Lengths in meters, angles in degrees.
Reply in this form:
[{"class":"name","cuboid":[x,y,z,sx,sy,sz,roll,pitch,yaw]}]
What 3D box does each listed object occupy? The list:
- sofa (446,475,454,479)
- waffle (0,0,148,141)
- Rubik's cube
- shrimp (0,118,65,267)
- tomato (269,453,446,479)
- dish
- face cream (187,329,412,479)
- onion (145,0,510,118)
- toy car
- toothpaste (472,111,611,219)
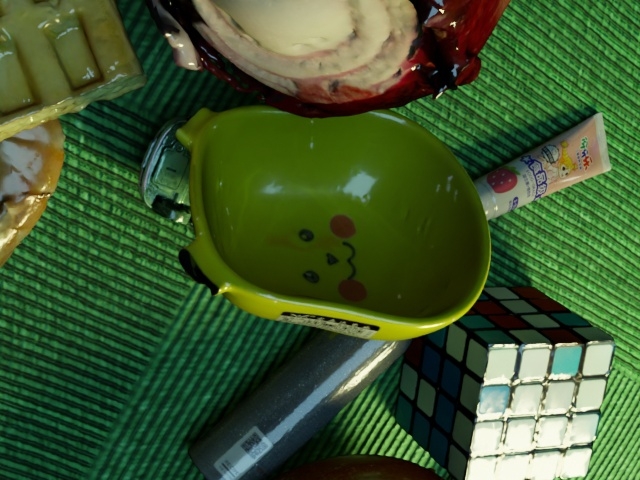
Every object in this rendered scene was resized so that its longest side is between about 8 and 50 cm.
[{"class":"sofa","cuboid":[0.153,0.310,1.224,0.060,0.039,0.118,29,94,-30]},{"class":"waffle","cuboid":[-0.283,-0.150,0.832,0.274,0.057,0.168,-23,91,-15]},{"class":"Rubik's cube","cuboid":[0.184,0.144,1.120,0.155,0.151,0.154,-1,109,-25]},{"class":"shrimp","cuboid":[-0.320,-0.014,0.889,0.152,0.063,0.287,32,89,-27]},{"class":"tomato","cuboid":[0.024,0.352,1.042,0.239,0.303,0.304,9,104,-10]},{"class":"dish","cuboid":[0.000,0.000,0.902,0.262,0.221,0.108,5,143,-19]},{"class":"face cream","cuboid":[-0.003,0.139,1.076,0.283,0.073,0.073,-41,119,-6]},{"class":"onion","cuboid":[0.003,-0.260,0.815,0.341,0.341,0.341,-8,110,-22]},{"class":"toy car","cuboid":[-0.057,-0.042,0.990,0.224,0.076,0.090,21,98,-25]},{"class":"toothpaste","cuboid":[0.221,-0.067,1.130,0.194,0.043,0.067,-26,114,-21]}]
